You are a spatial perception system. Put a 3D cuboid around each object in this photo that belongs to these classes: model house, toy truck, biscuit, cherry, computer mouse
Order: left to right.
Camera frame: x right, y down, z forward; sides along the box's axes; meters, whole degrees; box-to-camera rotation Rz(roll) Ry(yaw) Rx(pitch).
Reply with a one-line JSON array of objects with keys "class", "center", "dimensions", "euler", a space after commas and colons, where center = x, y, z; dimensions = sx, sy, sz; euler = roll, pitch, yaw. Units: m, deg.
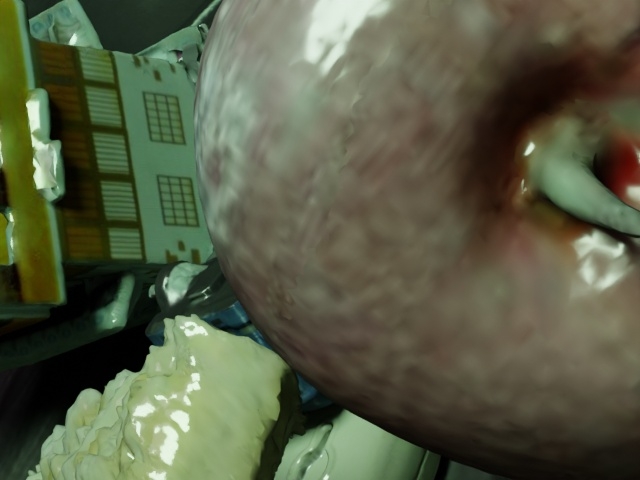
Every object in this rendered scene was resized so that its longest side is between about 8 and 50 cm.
[{"class": "model house", "center": [-0.180, -0.027, 0.805], "dimensions": [0.224, 0.215, 0.198], "euler": [-20, 77, 39]}, {"class": "biscuit", "center": [-0.090, 0.147, 0.552], "dimensions": [0.281, 0.084, 0.179], "euler": [-41, 26, 62]}, {"class": "computer mouse", "center": [-0.147, -0.167, 1.071], "dimensions": [0.295, 0.087, 0.168], "euler": [19, 62, 44]}, {"class": "toy truck", "center": [0.000, 0.000, 0.641], "dimensions": [0.074, 0.088, 0.201], "euler": [-19, 25, 38]}, {"class": "cherry", "center": [0.074, -0.027, 0.464], "dimensions": [0.213, 0.236, 0.285], "euler": [-42, 12, 9]}]

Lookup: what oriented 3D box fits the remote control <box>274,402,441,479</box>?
[{"class": "remote control", "center": [-0.012, 0.149, 0.551], "dimensions": [0.078, 0.042, 0.221], "euler": [-13, 43, 45]}]
